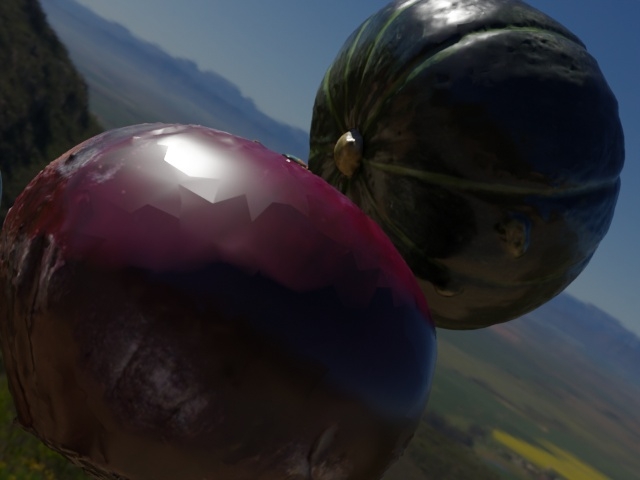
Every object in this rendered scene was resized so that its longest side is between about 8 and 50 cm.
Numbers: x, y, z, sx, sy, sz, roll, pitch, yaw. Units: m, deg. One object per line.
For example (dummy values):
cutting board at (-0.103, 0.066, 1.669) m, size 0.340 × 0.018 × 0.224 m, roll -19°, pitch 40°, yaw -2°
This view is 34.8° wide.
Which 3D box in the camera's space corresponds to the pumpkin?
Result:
pumpkin at (0.123, -0.075, 0.943) m, size 0.241 × 0.323 × 0.323 m, roll -6°, pitch 20°, yaw -22°

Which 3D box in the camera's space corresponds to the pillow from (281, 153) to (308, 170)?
pillow at (0.000, 0.000, 1.379) m, size 0.233 × 0.086 × 0.214 m, roll 34°, pitch -39°, yaw 12°

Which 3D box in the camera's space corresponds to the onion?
onion at (-0.076, 0.061, 0.727) m, size 0.336 × 0.282 × 0.260 m, roll 46°, pitch -19°, yaw -6°

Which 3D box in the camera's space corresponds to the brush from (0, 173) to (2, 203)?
brush at (-0.459, 0.019, 1.331) m, size 0.067 × 0.312 × 0.072 m, roll 4°, pitch 27°, yaw -22°
